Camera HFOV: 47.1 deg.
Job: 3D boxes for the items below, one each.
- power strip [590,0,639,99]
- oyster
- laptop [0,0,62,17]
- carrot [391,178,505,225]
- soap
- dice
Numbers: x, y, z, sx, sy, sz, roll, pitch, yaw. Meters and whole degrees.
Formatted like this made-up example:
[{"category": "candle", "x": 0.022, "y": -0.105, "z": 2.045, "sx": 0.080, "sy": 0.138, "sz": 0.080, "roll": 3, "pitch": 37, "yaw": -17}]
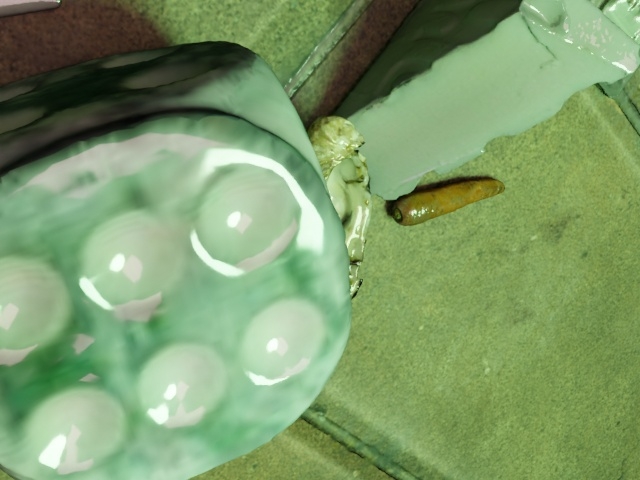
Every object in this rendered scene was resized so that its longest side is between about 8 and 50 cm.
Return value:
[{"category": "power strip", "x": 0.435, "y": -0.332, "z": 1.032, "sx": 0.198, "sy": 0.064, "sz": 0.213, "roll": 32, "pitch": 93, "yaw": -29}, {"category": "oyster", "x": -0.006, "y": -0.001, "z": 0.899, "sx": 0.166, "sy": 0.094, "sz": 0.295, "roll": 2, "pitch": 104, "yaw": -67}, {"category": "laptop", "x": -0.365, "y": -0.336, "z": 0.674, "sx": 0.187, "sy": 0.015, "sz": 0.269, "roll": -17, "pitch": 115, "yaw": -20}, {"category": "carrot", "x": 0.183, "y": -0.061, "z": 1.024, "sx": 0.191, "sy": 0.047, "sz": 0.047, "roll": -18, "pitch": 115, "yaw": -26}, {"category": "soap", "x": 0.165, "y": -0.160, "z": 0.852, "sx": 0.159, "sy": 0.258, "sz": 0.302, "roll": 34, "pitch": 92, "yaw": -32}, {"category": "dice", "x": -0.179, "y": 0.011, "z": 0.697, "sx": 0.327, "sy": 0.348, "sz": 0.331, "roll": -21, "pitch": 114, "yaw": -16}]
